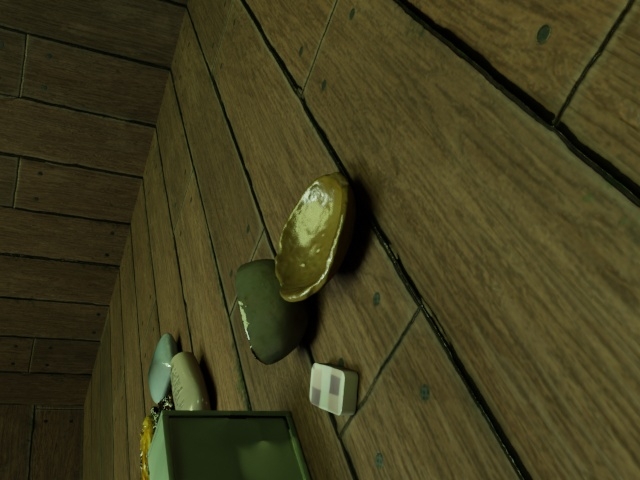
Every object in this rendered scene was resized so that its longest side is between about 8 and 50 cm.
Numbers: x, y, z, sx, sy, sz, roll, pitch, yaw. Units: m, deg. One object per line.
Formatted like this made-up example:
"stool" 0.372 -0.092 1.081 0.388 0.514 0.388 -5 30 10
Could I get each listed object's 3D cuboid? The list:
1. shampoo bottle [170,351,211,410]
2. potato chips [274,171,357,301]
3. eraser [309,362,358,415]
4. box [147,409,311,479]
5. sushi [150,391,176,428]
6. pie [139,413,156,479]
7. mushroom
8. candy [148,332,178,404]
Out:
"shampoo bottle" -0.311 0.380 1.474 0.127 0.078 0.257 -66 30 24
"potato chips" 0.001 -0.001 0.956 0.195 0.062 0.208 -11 65 56
"eraser" 0.019 0.219 0.908 0.105 0.026 0.065 -8 77 63
"box" -0.141 0.392 0.954 0.117 0.225 0.225 -66 29 29
"sushi" -0.372 0.442 1.556 0.094 0.098 0.084 -55 39 35
"pie" -0.436 0.627 1.654 0.315 0.092 0.315 -177 90 -66
"mushroom" -0.075 0.112 1.038 0.117 0.141 0.188 -23 59 21
"candy" -0.461 0.375 1.789 0.174 0.071 0.138 -66 30 29
